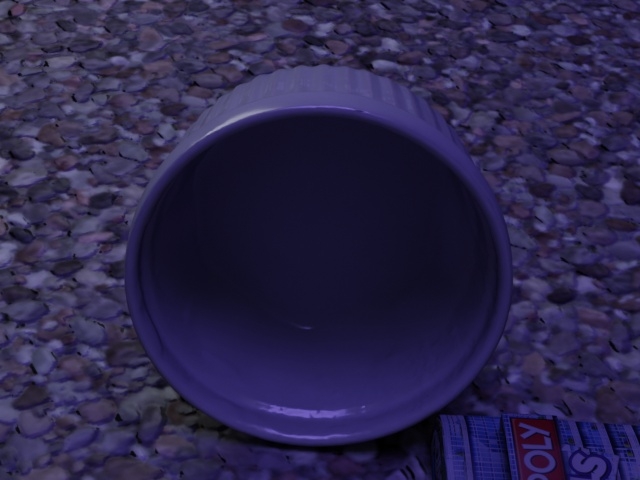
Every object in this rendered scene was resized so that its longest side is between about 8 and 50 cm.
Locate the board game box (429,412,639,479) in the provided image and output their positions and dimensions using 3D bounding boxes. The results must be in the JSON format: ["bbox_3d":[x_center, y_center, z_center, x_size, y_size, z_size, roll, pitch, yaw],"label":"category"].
[{"bbox_3d":[0.110,0.155,0.696,0.194,0.060,0.194,4,37,-3],"label":"board game box"}]

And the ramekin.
[{"bbox_3d":[0.000,0.000,0.773,0.207,0.207,0.109,5,28,-1],"label":"ramekin"}]
